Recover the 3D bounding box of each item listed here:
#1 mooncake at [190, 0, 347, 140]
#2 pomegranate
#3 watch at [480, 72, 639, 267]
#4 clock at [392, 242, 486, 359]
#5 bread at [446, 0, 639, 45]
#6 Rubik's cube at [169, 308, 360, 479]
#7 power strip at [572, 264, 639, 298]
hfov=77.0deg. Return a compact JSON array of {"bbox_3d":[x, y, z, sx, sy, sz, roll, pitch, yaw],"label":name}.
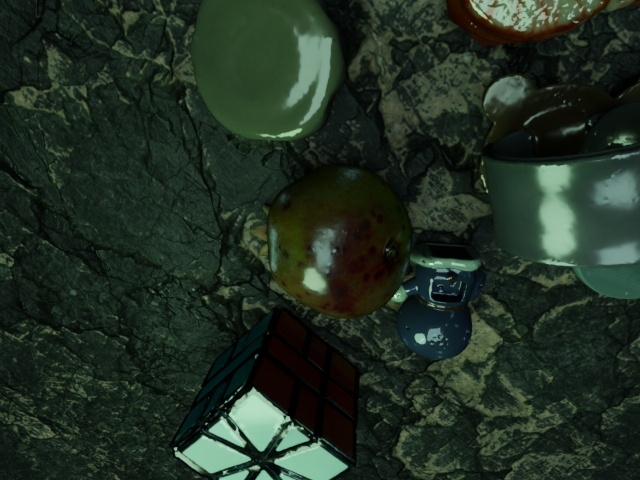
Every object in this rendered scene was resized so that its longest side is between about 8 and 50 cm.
[{"bbox_3d":[-0.084,-0.301,0.686,0.275,0.135,0.274,4,113,8],"label":"mooncake"},{"bbox_3d":[0.024,-0.002,0.773,0.291,0.323,0.290,-3,98,-21],"label":"pomegranate"},{"bbox_3d":[0.423,-0.110,0.606,0.336,0.327,0.313,-13,112,11],"label":"watch"},{"bbox_3d":[0.241,0.130,0.841,0.200,0.146,0.243,4,107,0],"label":"clock"},{"bbox_3d":[0.339,-0.454,0.577,0.328,0.114,0.295,-15,112,14],"label":"bread"},{"bbox_3d":[-0.106,0.377,0.911,0.288,0.283,0.293,-41,100,22],"label":"Rubik's cube"},{"bbox_3d":[0.616,0.039,0.802,0.254,0.054,0.167,21,117,-3],"label":"power strip"}]
